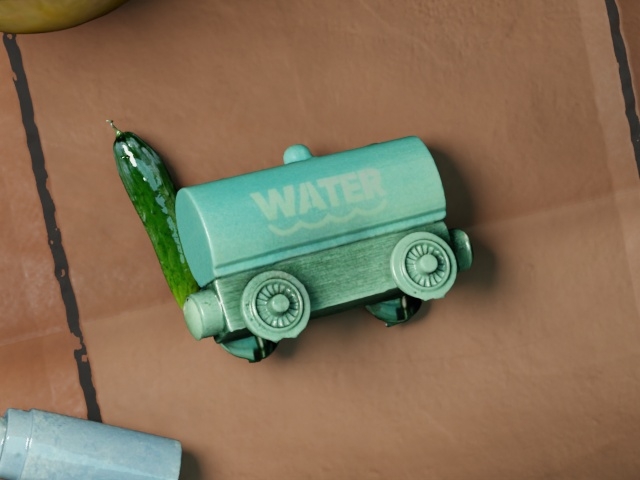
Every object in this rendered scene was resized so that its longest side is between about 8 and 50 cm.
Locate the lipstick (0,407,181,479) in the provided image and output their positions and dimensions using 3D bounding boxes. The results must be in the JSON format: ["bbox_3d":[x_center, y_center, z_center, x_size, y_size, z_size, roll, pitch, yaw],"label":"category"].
[{"bbox_3d":[-0.247,0.157,1.459,0.274,0.068,0.061,13,95,-14],"label":"lipstick"}]

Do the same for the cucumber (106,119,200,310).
[{"bbox_3d":[-0.127,-0.023,1.497,0.039,0.039,0.168,-23,100,-11],"label":"cucumber"}]

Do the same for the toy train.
[{"bbox_3d":[0.000,0.000,1.489,0.248,0.101,0.159,-13,83,-23],"label":"toy train"}]

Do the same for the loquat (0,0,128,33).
[{"bbox_3d":[-0.211,-0.263,1.370,0.235,0.235,0.235,-1,92,-13],"label":"loquat"}]
